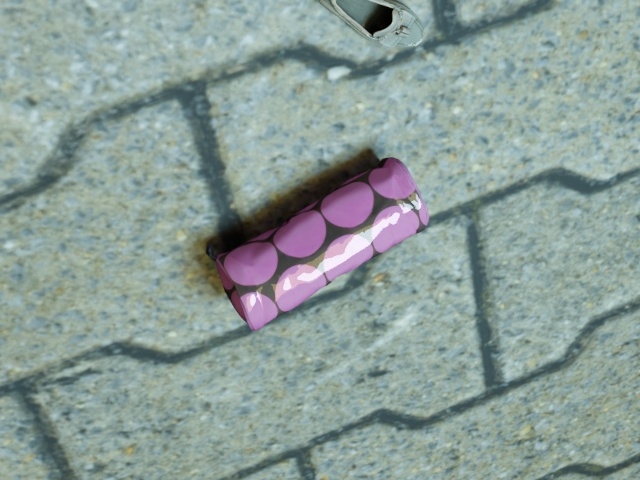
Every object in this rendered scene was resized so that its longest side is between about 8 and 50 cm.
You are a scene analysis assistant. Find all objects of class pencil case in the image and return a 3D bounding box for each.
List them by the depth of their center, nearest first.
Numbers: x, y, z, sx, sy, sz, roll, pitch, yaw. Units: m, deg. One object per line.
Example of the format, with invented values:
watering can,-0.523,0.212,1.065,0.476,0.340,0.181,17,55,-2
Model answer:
pencil case,0.000,0.000,1.107,0.209,0.098,0.095,-28,86,-5

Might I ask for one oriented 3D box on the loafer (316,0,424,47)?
loafer,0.047,-0.199,1.018,0.125,0.039,0.045,21,111,-35
